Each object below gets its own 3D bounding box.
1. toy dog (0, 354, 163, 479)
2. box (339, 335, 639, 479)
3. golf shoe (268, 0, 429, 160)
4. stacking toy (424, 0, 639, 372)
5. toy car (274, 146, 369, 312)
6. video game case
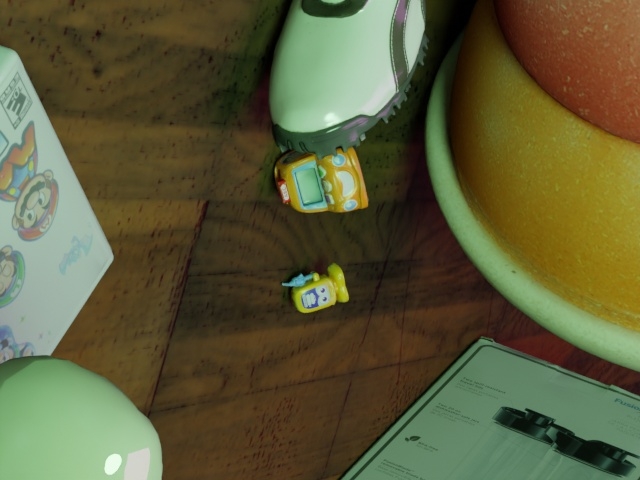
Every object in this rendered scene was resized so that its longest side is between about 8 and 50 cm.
[{"bbox_3d":[-0.204,0.247,0.510,0.408,0.395,0.284,-23,85,-59],"label":"toy dog"},{"bbox_3d":[0.108,0.185,1.218,0.290,0.169,0.087,-41,143,-50],"label":"box"},{"bbox_3d":[0.015,-0.135,0.897,0.094,0.077,0.198,52,53,-51],"label":"golf shoe"},{"bbox_3d":[0.216,-0.191,0.918,0.350,0.350,0.480,-54,153,-33],"label":"stacking toy"},{"bbox_3d":[0.000,0.000,0.982,0.040,0.060,0.122,-21,127,-20],"label":"toy car"},{"bbox_3d":[-0.142,0.027,0.732,0.157,0.019,0.143,-59,155,-25],"label":"video game case"}]
